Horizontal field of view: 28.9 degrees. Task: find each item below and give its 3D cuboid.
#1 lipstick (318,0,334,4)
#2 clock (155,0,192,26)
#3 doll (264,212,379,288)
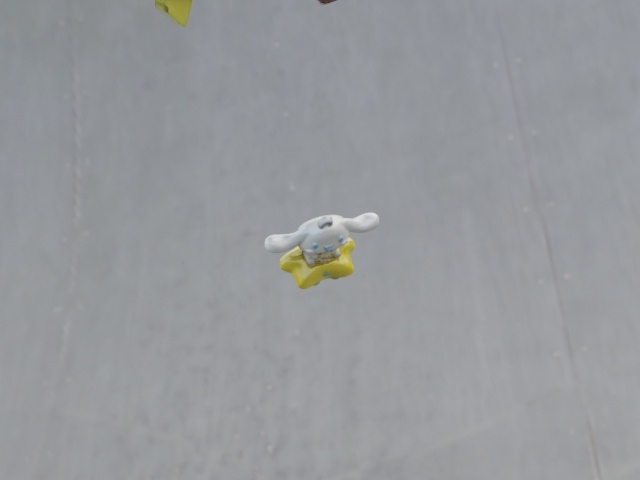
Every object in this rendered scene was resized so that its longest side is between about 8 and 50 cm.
[{"bbox_3d":[0.042,-0.243,1.172,0.107,0.025,0.025,-14,16,27],"label":"lipstick"},{"bbox_3d":[-0.159,-0.432,1.509,0.277,0.294,0.071,30,-1,-43],"label":"clock"},{"bbox_3d":[0.007,-0.002,1.493,0.135,0.072,0.113,-26,-29,6],"label":"doll"}]
